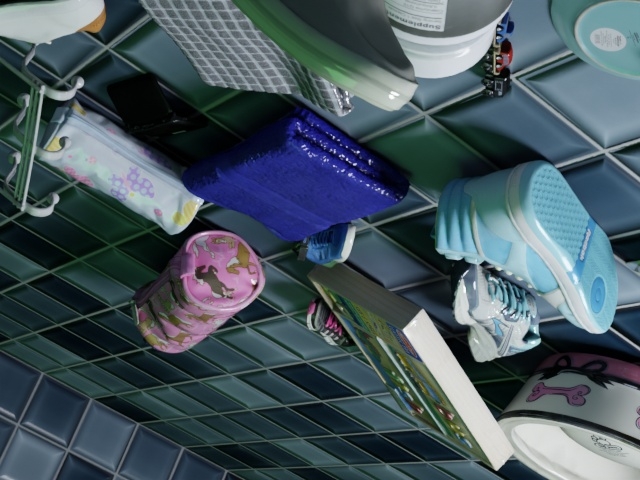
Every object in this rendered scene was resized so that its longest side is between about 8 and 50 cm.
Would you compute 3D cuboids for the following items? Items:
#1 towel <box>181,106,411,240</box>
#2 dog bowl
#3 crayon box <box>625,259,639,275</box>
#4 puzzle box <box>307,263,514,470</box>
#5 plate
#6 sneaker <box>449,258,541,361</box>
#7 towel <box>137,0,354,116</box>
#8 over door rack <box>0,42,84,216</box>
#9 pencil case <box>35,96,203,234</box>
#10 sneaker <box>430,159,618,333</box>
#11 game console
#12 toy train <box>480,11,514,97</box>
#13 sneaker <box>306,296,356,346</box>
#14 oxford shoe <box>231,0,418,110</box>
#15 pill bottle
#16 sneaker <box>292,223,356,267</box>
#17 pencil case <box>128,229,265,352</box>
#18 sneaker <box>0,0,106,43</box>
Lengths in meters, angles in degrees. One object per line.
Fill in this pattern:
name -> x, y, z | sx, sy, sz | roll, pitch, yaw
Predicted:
towel -> -0.039, -0.094, 1.779 | 0.228, 0.076, 0.308 | 27, 156, -28
dog bowl -> 0.515, 0.337, 2.077 | 0.408, 0.150, 0.408 | 23, 160, 9
crayon box -> 0.589, 0.089, 1.618 | 0.203, 0.083, 0.323 | 34, 153, -26
puzzle box -> 0.159, 0.216, 2.079 | 0.272, 0.052, 0.409 | 26, 157, 50
plate -> 0.332, -0.219, 1.263 | 0.188, 0.024, 0.188 | 17, 156, 8
sneaker -> 0.279, 0.094, 1.895 | 0.122, 0.110, 0.283 | -8, 149, 17
towel -> -0.076, -0.267, 1.381 | 0.235, 0.121, 0.283 | 9, 153, 28
over door rack -> -0.500, -0.212, 1.773 | 0.324, 0.108, 0.239 | 29, 127, 12
pencil case -> -0.310, -0.116, 1.893 | 0.273, 0.113, 0.124 | 30, 168, -16
sneaker -> 0.276, 0.013, 1.673 | 0.208, 0.127, 0.319 | -3, 137, 39
game console -> -0.243, -0.200, 1.791 | 0.107, 0.071, 0.122 | 2, 174, -43
toy train -> 0.203, -0.213, 1.376 | 0.036, 0.027, 0.158 | 11, 154, 14
sneaker -> 0.030, 0.155, 2.241 | 0.075, 0.063, 0.170 | 8, 158, 28
oxford shoe -> -0.022, -0.280, 1.023 | 0.169, 0.449, 0.130 | 24, 120, -42
pill bottle -> 0.114, -0.288, 1.133 | 0.161, 0.161, 0.283 | 17, 156, 10
sneaker -> 0.000, 0.001, 1.948 | 0.085, 0.058, 0.152 | 17, 163, -12
pencil case -> -0.236, 0.099, 2.233 | 0.160, 0.167, 0.386 | 57, 152, 2
sneaker -> -0.423, -0.298, 1.583 | 0.290, 0.106, 0.123 | 2, 156, 12
